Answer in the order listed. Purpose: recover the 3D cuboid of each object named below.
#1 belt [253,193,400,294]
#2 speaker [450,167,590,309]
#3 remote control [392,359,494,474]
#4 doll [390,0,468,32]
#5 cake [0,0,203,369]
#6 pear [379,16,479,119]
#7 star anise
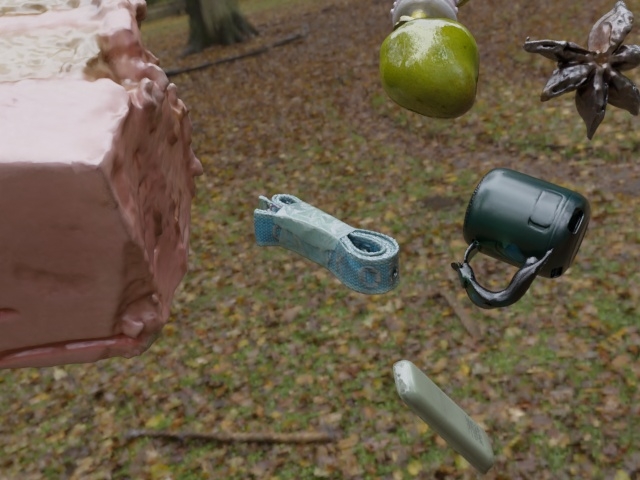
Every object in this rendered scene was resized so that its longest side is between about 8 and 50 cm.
[{"bbox_3d":[0.000,0.000,1.196,0.087,0.072,0.302,-28,35,-32],"label":"belt"},{"bbox_3d":[0.127,-0.002,0.515,0.075,0.060,0.094,22,48,21],"label":"speaker"},{"bbox_3d":[0.217,0.306,1.361,0.038,0.309,0.090,-30,39,20],"label":"remote control"},{"bbox_3d":[0.132,-0.277,0.911,0.081,0.129,0.207,15,48,13],"label":"doll"},{"bbox_3d":[-0.283,-0.072,0.806,0.293,0.314,0.307,-2,45,3],"label":"cake"},{"bbox_3d":[0.100,-0.152,0.720,0.092,0.097,0.092,-30,0,0],"label":"pear"},{"bbox_3d":[0.406,-0.244,1.141,0.208,0.172,0.063,-24,6,-16],"label":"star anise"}]
